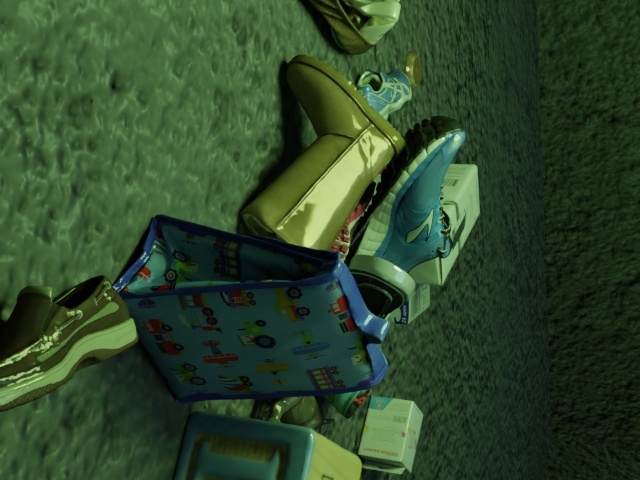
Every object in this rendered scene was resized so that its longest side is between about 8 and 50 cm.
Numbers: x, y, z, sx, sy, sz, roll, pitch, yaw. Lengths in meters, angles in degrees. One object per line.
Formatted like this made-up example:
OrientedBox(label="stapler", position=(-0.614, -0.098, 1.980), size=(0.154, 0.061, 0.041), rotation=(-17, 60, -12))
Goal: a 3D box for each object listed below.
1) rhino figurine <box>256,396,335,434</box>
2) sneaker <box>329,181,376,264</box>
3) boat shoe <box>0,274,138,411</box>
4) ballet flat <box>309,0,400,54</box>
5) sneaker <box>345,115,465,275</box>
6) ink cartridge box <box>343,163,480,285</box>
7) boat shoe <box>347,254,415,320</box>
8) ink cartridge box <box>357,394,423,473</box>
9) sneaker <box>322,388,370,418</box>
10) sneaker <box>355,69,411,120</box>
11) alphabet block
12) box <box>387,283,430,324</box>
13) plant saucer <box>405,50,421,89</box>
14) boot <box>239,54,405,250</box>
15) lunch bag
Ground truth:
OrientedBox(label="rhino figurine", position=(-0.034, 0.282, 1.466), size=(0.243, 0.073, 0.106), rotation=(59, 44, -54))
OrientedBox(label="sneaker", position=(0.000, 0.000, 1.462), size=(0.299, 0.121, 0.112), rotation=(-51, 165, -43))
OrientedBox(label="boat shoe", position=(-0.277, 0.092, 0.889), size=(0.257, 0.095, 0.095), rotation=(-29, 106, -69))
OrientedBox(label="ballet flat", position=(0.058, -0.399, 1.521), size=(0.342, 0.124, 0.116), rotation=(37, 60, -62))
OrientedBox(label="sneaker", position=(0.160, -0.053, 1.497), size=(0.129, 0.147, 0.330), rotation=(-80, -167, -55))
OrientedBox(label="ink cartridge box", position=(0.168, -0.038, 1.725), size=(0.273, 0.197, 0.114), rotation=(-52, 139, -52))
OrientedBox(label="boat shoe", position=(0.053, 0.106, 1.472), size=(0.105, 0.113, 0.306), rotation=(-62, -168, -20))
OrientedBox(label="ink cartridge box", position=(0.139, 0.397, 1.850), size=(0.090, 0.092, 0.143), rotation=(55, 45, -56))
OrientedBox(label="sneaker", position=(0.029, 0.217, 1.558), size=(0.104, 0.125, 0.262), rotation=(-51, 175, -5))
OrientedBox(label="sneaker", position=(0.117, -0.281, 1.724), size=(0.211, 0.080, 0.081), rotation=(-53, 143, -53))
OrientedBox(label="alphabet block", position=(-0.074, 0.353, 1.243), size=(0.197, 0.192, 0.193), rotation=(46, 53, -57))
OrientedBox(label="box", position=(0.119, 0.099, 1.706), size=(0.126, 0.137, 0.072), rotation=(-25, 115, -63))
OrientedBox(label="plant saucer", position=(0.201, -0.365, 1.983), size=(0.083, 0.015, 0.083), rotation=(4, 90, -66))
OrientedBox(label="boot", position=(-0.026, -0.121, 1.374), size=(0.269, 0.236, 0.089), rotation=(-49, 179, -25))
OrientedBox(label="lunch bag", position=(-0.062, 0.097, 1.104), size=(0.221, 0.293, 0.138), rotation=(69, 34, -43))
